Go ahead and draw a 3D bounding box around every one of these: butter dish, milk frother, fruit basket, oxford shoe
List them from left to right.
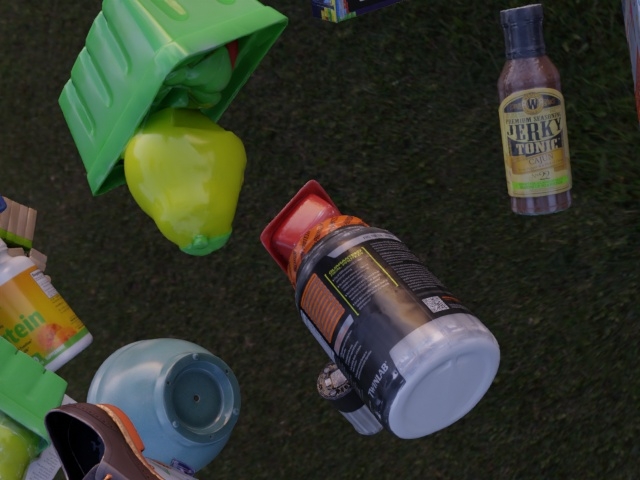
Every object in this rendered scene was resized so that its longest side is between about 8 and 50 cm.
[{"bbox_3d":[-0.543,0.300,1.125,0.327,0.353,0.165,39,141,-17],"label":"fruit basket"},{"bbox_3d":[-0.210,0.282,0.849,0.271,0.098,0.097,41,91,28],"label":"oxford shoe"},{"bbox_3d":[-0.200,-0.170,1.192,0.392,0.283,0.392,22,129,30],"label":"fruit basket"},{"bbox_3d":[0.000,0.000,1.454,0.160,0.160,0.118,-48,41,-15],"label":"butter dish"},{"bbox_3d":[0.089,0.251,1.416,0.143,0.134,0.129,-19,43,23],"label":"milk frother"}]

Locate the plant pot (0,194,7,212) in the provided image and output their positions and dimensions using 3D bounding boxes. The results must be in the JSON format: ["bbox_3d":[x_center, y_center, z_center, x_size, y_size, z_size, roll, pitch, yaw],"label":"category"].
[{"bbox_3d":[-0.666,-0.062,1.197,0.236,0.236,0.212,-27,98,20],"label":"plant pot"}]

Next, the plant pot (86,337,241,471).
[{"bbox_3d":[-0.278,0.320,1.551,0.196,0.293,0.293,-25,80,47],"label":"plant pot"}]

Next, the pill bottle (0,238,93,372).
[{"bbox_3d":[-0.510,0.113,1.335,0.136,0.136,0.245,-35,96,26],"label":"pill bottle"}]

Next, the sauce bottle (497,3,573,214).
[{"bbox_3d":[0.353,-0.217,1.340,0.111,0.111,0.344,-4,104,29],"label":"sauce bottle"}]

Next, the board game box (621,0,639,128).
[{"bbox_3d":[0.522,-0.325,1.215,0.086,0.308,0.302,-7,74,19],"label":"board game box"}]

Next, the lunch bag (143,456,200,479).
[{"bbox_3d":[-0.198,0.407,1.167,0.243,0.303,0.115,23,78,8],"label":"lunch bag"}]

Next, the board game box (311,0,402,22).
[{"bbox_3d":[0.049,-0.349,0.898,0.048,0.141,0.170,27,133,43],"label":"board game box"}]

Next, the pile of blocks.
[{"bbox_3d":[-0.667,0.086,1.719,0.113,0.149,0.362,-28,76,29],"label":"pile of blocks"}]

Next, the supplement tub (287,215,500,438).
[{"bbox_3d":[0.097,0.118,1.226,0.207,0.207,0.338,-57,45,18],"label":"supplement tub"}]
